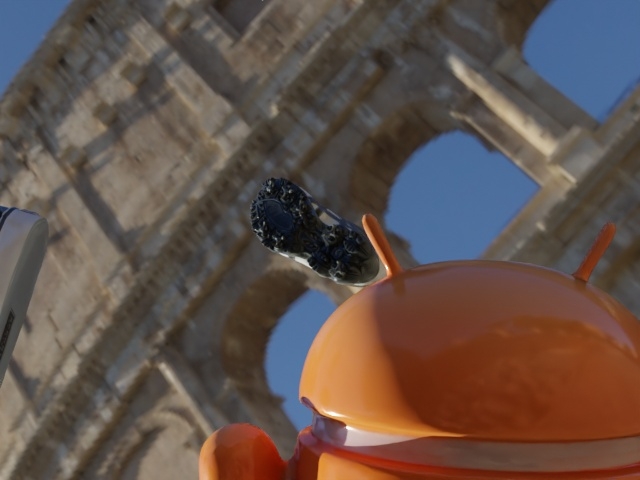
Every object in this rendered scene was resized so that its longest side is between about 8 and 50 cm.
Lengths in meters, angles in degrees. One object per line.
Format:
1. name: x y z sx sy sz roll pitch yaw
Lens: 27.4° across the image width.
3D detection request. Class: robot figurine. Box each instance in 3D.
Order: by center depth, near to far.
1. robot figurine: 0.055 0.102 0.436 0.128 0.158 0.219 0 -88 -55

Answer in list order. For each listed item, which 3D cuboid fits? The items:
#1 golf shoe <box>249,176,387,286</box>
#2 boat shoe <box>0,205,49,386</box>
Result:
1. golf shoe: 0.000 0.000 1.437 0.094 0.198 0.077 25 -79 -49
2. boat shoe: -0.328 0.098 1.107 0.105 0.306 0.113 13 -24 4
